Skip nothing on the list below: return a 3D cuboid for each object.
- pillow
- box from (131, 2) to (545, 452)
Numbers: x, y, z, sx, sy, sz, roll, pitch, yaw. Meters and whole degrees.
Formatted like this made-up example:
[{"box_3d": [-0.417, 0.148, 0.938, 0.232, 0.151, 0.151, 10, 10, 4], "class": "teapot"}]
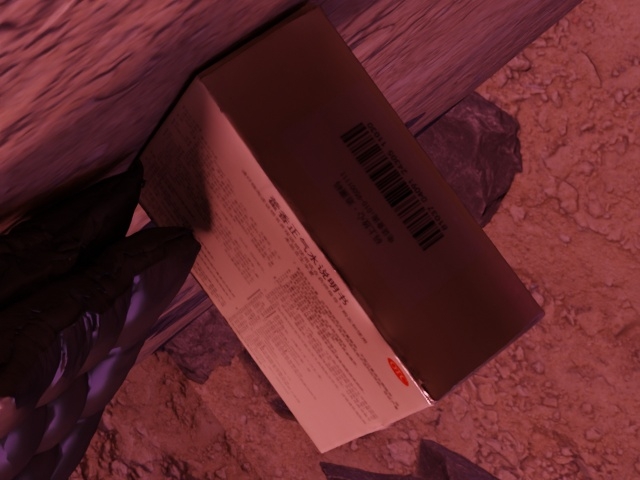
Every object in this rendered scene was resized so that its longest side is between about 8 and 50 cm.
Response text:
[{"box_3d": [-0.197, 0.126, 0.774, 0.326, 0.101, 0.228, -59, 170, 26], "class": "pillow"}, {"box_3d": [0.000, 0.000, 0.803, 0.095, 0.212, 0.168, -35, 179, -25], "class": "box"}]
